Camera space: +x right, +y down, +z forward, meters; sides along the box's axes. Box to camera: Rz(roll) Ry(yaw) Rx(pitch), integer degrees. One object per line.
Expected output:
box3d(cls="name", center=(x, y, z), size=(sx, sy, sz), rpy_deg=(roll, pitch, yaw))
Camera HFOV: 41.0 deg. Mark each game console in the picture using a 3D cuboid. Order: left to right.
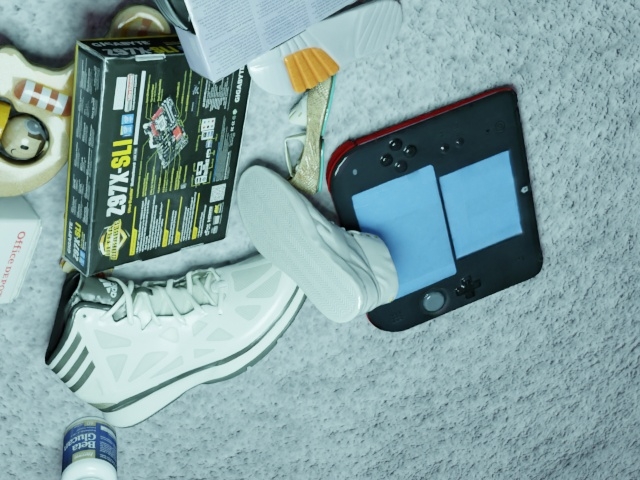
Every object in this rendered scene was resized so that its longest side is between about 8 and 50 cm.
box3d(cls="game console", center=(0.204, -0.038, 1.461), size=(0.342, 0.060, 0.386), rpy_deg=(-19, 123, -2))

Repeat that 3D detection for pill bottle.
box3d(cls="pill bottle", center=(-0.403, 0.396, 1.494), size=(0.094, 0.169, 0.094), rpy_deg=(-6, 121, -11))

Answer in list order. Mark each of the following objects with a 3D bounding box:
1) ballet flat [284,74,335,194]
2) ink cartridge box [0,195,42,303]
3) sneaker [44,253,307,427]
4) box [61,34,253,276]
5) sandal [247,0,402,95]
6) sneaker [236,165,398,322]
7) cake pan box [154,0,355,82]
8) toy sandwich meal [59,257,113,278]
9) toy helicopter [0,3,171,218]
box3d(cls="ballet flat", center=(-0.021, -0.167, 1.326), size=(0.067, 0.073, 0.206), rpy_deg=(7, 115, -2))
box3d(cls="ink cartridge box", center=(-0.535, 0.012, 1.232), size=(0.218, 0.092, 0.158), rpy_deg=(1, 124, -49))
box3d(cls="sneaker", center=(-0.246, 0.115, 1.356), size=(0.448, 0.169, 0.257), rpy_deg=(-35, 130, 10))
box3d(cls="box", center=(-0.230, -0.127, 1.219), size=(0.257, 0.079, 0.321), rpy_deg=(-16, 128, -42))
box3d(cls="sandal", center=(-0.001, -0.294, 1.260), size=(0.265, 0.076, 0.101), rpy_deg=(-25, 131, -24))
box3d(cls="sneaker", center=(0.000, 0.000, 1.349), size=(0.108, 0.292, 0.169), rpy_deg=(-47, 160, 27))
box3d(cls="cake pan box", center=(-0.090, -0.364, 1.083), size=(0.267, 0.070, 0.245), rpy_deg=(-36, 131, -19))
box3d(cls="toy sandwich meal", center=(-0.374, 0.042, 1.378), size=(0.086, 0.029, 0.085), rpy_deg=(-6, 121, -11))
box3d(cls="toy helicopter", center=(-0.348, -0.190, 1.195), size=(0.355, 0.140, 0.235), rpy_deg=(-38, 118, -1))
